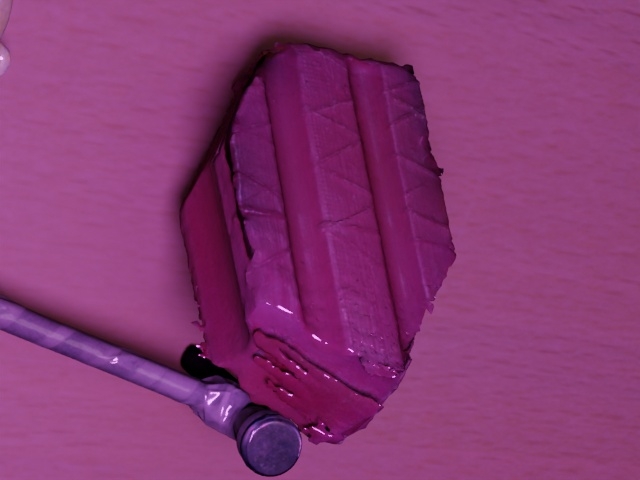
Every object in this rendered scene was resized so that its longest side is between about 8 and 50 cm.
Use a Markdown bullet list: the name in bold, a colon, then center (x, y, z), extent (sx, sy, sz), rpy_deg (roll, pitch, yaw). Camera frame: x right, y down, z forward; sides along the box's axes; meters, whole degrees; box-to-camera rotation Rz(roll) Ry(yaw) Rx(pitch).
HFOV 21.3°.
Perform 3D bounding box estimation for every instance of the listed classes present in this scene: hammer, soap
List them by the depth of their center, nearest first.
- **hammer**: center (-0.209, 0.053, 1.154), extent (0.427, 0.152, 0.044), rpy_deg (25, 94, -26)
- **soap**: center (0.000, 0.000, 1.196), extent (0.182, 0.112, 0.289), rpy_deg (4, 56, -26)

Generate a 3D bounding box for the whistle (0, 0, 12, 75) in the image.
- **whistle**: center (-0.294, -0.194, 1.093), extent (0.258, 0.067, 0.126), rpy_deg (44, 78, -26)
